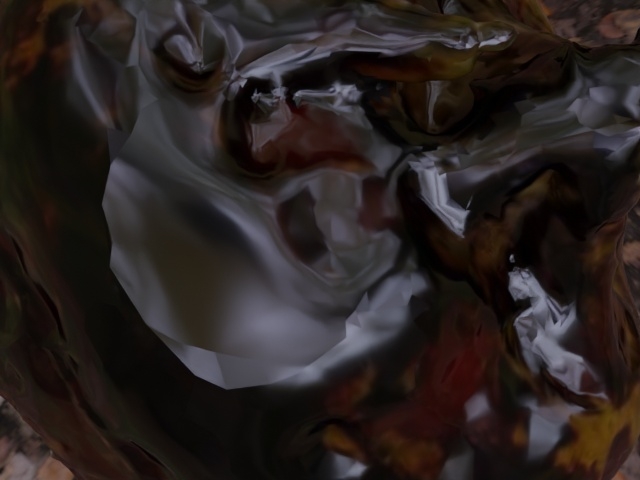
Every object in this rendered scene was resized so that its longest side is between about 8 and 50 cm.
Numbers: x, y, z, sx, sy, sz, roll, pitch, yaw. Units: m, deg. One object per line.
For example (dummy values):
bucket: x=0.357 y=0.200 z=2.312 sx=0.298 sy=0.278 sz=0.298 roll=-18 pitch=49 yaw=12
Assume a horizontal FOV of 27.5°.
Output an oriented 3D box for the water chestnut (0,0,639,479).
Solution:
water chestnut: x=0.000 y=0.000 z=0.501 sx=0.289 sy=0.244 sz=0.289 roll=0 pitch=93 yaw=-7
